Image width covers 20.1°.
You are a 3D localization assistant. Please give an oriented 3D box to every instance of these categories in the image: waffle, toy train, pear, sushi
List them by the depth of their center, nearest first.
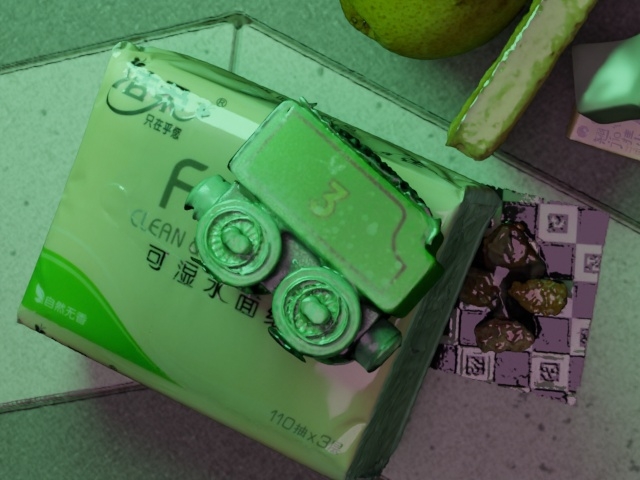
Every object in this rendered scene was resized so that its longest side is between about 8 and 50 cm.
[{"bbox_3d":[0.000,0.000,1.666,0.243,0.132,0.188,43,93,11],"label":"toy train"},{"bbox_3d":[0.219,-0.201,1.784,0.057,0.168,0.274,34,103,2],"label":"waffle"},{"bbox_3d":[0.109,-0.278,1.786,0.208,0.209,0.209,2,97,14],"label":"pear"},{"bbox_3d":[0.194,0.054,1.887,0.192,0.040,0.210,14,100,13],"label":"sushi"}]

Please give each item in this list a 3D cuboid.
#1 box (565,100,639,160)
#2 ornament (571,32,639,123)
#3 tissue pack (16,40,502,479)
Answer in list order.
[{"bbox_3d":[0.330,-0.118,1.840,0.149,0.020,0.073,17,101,12],"label":"box"},{"bbox_3d":[0.385,-0.163,1.751,0.285,0.130,0.120,7,90,11],"label":"ornament"},{"bbox_3d":[-0.068,0.020,1.858,0.404,0.205,0.332,24,100,14],"label":"tissue pack"}]
